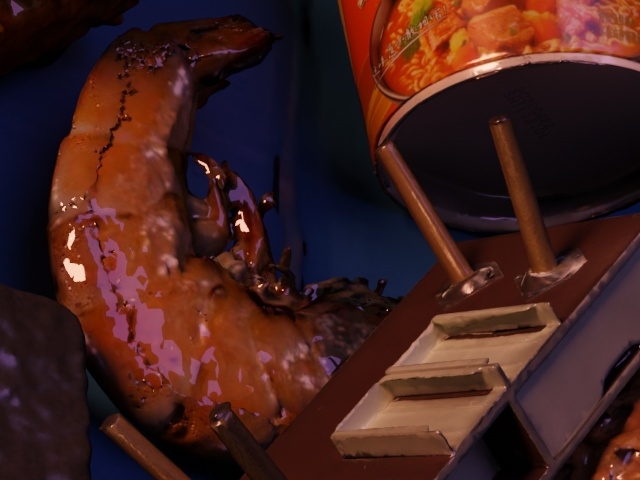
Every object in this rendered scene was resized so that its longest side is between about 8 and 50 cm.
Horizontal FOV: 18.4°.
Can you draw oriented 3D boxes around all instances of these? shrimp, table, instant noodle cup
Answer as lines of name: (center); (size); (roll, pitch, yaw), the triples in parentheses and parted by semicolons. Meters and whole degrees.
shrimp: (0.000, 0.000, 0.905); (0.290, 0.054, 0.222); (9, 60, -36)
table: (0.024, 0.052, 0.772); (0.240, 0.121, 0.111); (-46, 113, -36)
instant noodle cup: (0.101, -0.116, 1.012); (0.213, 0.213, 0.174); (15, 55, -31)

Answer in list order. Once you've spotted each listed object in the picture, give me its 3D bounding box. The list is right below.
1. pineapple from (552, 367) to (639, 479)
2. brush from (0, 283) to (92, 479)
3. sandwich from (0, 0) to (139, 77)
pineapple: (0.115, 0.165, 0.782); (0.362, 0.202, 0.202); (-33, 80, -39)
brush: (-0.141, 0.096, 0.712); (0.123, 0.059, 0.197); (16, 47, -33)
sandwich: (-0.162, -0.153, 0.837); (0.250, 0.162, 0.301); (51, 42, 1)
